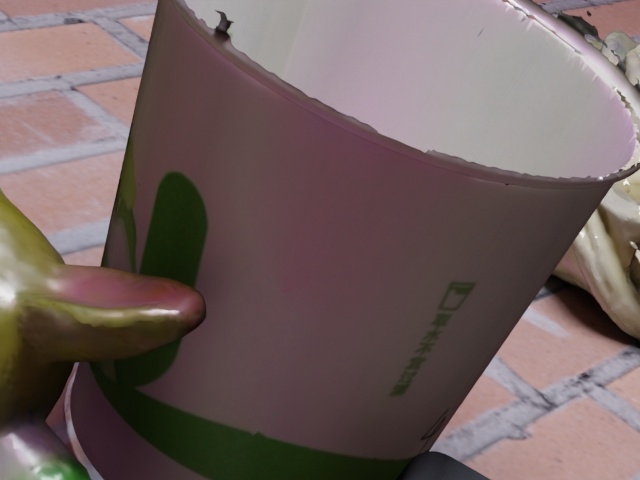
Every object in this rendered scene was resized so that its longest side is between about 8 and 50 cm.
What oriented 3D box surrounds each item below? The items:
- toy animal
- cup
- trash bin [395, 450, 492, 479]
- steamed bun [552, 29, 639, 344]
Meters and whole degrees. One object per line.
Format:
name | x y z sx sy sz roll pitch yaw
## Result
toy animal | -0.202 0.022 0.659 0.180 0.181 0.363 3 30 -48
cup | 0.000 0.000 0.738 0.253 0.274 0.253 17 30 -10
trash bin | 0.069 0.203 0.594 0.176 0.101 0.236 30 25 1
steamed bun | 0.264 -0.071 1.104 0.268 0.207 0.280 -6 37 -39
